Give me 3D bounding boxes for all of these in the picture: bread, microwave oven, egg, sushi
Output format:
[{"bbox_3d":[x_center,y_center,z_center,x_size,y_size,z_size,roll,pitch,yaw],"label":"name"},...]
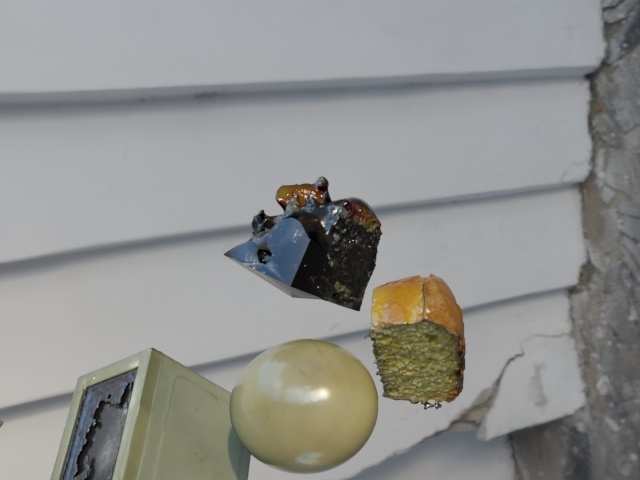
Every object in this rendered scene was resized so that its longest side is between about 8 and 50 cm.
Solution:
[{"bbox_3d":[0.136,0.125,1.040,0.260,0.129,0.134,76,-165,-51],"label":"bread"},{"bbox_3d":[-0.278,0.402,1.177,0.218,0.286,0.355,-23,45,30],"label":"microwave oven"},{"bbox_3d":[-0.028,0.233,1.050,0.241,0.186,0.186,-12,87,45],"label":"egg"},{"bbox_3d":[0.001,0.000,1.328,0.215,0.227,0.213,23,89,50],"label":"sushi"}]

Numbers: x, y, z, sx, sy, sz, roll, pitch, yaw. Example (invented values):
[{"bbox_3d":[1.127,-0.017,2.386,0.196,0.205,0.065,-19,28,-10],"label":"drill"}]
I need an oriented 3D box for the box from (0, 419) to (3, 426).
[{"bbox_3d":[-0.435,0.230,0.891,0.035,0.079,0.083,-56,12,10],"label":"box"}]
